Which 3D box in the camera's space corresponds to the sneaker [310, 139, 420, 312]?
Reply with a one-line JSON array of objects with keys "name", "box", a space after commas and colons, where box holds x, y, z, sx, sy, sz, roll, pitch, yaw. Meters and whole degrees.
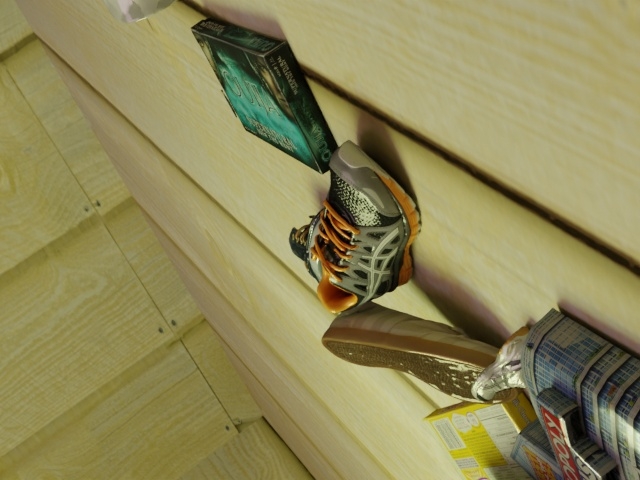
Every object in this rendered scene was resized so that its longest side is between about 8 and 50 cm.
[{"name": "sneaker", "box": [0.031, -0.002, 0.846, 0.084, 0.083, 0.215, 49, 165, 31]}]

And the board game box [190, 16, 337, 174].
[{"name": "board game box", "box": [-0.055, -0.141, 0.929, 0.186, 0.026, 0.126, 34, 156, 58]}]

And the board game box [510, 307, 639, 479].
[{"name": "board game box", "box": [0.197, 0.150, 0.681, 0.194, 0.060, 0.194, 34, 156, 55]}]

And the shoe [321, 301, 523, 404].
[{"name": "shoe", "box": [0.091, 0.090, 0.876, 0.219, 0.058, 0.076, 9, 147, 45]}]

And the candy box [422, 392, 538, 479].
[{"name": "candy box", "box": [0.165, 0.198, 0.931, 0.105, 0.027, 0.206, 54, 160, 5]}]

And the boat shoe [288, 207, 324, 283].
[{"name": "boat shoe", "box": [0.000, 0.000, 0.994, 0.083, 0.065, 0.183, 48, 166, 24]}]

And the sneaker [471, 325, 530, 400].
[{"name": "sneaker", "box": [0.146, 0.104, 0.756, 0.037, 0.032, 0.083, 44, 137, 17]}]

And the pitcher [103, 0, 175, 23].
[{"name": "pitcher", "box": [-0.211, -0.321, 0.872, 0.178, 0.125, 0.207, 65, -175, 31]}]
